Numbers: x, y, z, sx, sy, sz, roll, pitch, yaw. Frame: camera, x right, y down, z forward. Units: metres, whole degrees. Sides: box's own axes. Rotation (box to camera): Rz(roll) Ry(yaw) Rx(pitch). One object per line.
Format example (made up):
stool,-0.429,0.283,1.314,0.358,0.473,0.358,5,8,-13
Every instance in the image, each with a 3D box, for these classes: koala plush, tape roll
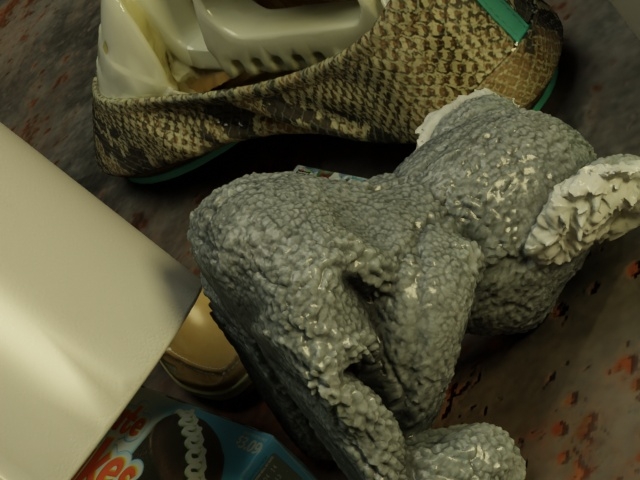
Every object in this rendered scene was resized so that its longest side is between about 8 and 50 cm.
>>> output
koala plush,0.063,0.008,0.965,0.221,0.203,0.196,-36,29,-11
tape roll,-0.203,0.068,1.005,0.246,0.169,0.246,-50,7,9

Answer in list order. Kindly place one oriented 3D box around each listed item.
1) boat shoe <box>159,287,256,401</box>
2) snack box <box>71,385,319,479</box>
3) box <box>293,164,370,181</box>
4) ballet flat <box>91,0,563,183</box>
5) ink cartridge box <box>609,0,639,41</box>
boat shoe,-0.095,0.049,1.199,0.068,0.072,0.190,-50,30,-11
snack box,-0.151,0.175,1.119,0.187,0.060,0.322,-53,31,-17
box,0.000,0.000,1.191,0.094,0.027,0.137,-51,30,-15
ballet flat,-0.046,-0.147,1.279,0.482,0.182,0.164,-1,50,50
ink cartridge box,0.212,-0.252,1.004,0.201,0.278,0.117,-49,33,-10
